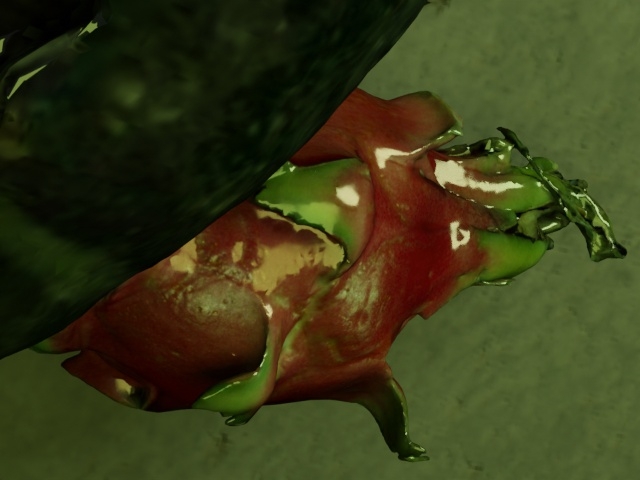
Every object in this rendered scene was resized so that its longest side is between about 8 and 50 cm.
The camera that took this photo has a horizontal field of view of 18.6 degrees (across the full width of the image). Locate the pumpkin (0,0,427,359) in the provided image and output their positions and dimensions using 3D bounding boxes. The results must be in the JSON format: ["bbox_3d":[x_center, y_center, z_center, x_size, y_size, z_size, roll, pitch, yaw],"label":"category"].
[{"bbox_3d":[-0.166,-0.168,0.463,0.454,0.344,0.454,-3,107,-10],"label":"pumpkin"}]

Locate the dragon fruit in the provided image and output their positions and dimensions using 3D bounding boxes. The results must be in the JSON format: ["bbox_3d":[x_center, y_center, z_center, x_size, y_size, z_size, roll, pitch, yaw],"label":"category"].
[{"bbox_3d":[0.000,0.004,0.686,0.236,0.135,0.137,12,99,-27],"label":"dragon fruit"}]
